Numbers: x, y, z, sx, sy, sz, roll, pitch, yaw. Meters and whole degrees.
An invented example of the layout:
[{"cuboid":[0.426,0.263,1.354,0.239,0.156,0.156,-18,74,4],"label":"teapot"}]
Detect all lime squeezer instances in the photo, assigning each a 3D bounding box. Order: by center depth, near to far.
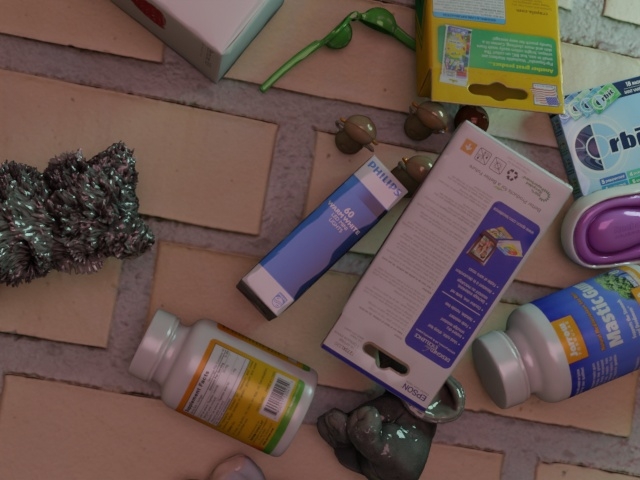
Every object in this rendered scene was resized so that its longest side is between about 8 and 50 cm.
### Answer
[{"cuboid":[0.053,-0.297,1.712,0.310,0.059,0.109,-8,115,-11],"label":"lime squeezer"}]

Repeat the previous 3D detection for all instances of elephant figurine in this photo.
[{"cuboid":[0.127,0.231,1.614,0.239,0.169,0.186,-42,120,-26],"label":"elephant figurine"}]

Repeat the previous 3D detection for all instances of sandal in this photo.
[{"cuboid":[0.574,-0.035,1.705,0.416,0.102,0.169,-19,112,-6],"label":"sandal"}]

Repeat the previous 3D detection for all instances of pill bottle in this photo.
[{"cuboid":[-0.140,0.193,1.576,0.246,0.136,0.136,26,81,-5],"label":"pill bottle"},{"cuboid":[0.369,0.148,1.651,0.272,0.152,0.152,-20,87,-11],"label":"pill bottle"}]

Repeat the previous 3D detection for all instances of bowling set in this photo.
[{"cuboid":[0.177,-0.143,1.653,0.287,0.154,0.200,37,80,-4],"label":"bowling set"}]

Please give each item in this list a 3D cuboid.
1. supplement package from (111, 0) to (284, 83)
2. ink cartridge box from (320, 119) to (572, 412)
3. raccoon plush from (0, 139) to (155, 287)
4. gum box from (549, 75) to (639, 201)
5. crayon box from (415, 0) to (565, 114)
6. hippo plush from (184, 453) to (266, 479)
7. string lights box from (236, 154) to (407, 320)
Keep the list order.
[{"cuboid":[-0.207,-0.396,1.611,0.293,0.177,0.175,38,80,-2],"label":"supplement package"},{"cuboid":[0.170,0.035,1.544,0.176,0.069,0.371,33,93,-1],"label":"ink cartridge box"},{"cuboid":[-0.399,-0.003,1.424,0.299,0.446,0.216,-11,103,10],"label":"raccoon plush"},{"cuboid":[0.455,-0.151,1.753,0.157,0.041,0.184,-15,86,-9],"label":"gum box"},{"cuboid":[0.248,-0.317,1.677,0.203,0.083,0.322,5,65,-8],"label":"crayon box"},{"cuboid":[-0.117,0.441,1.501,0.234,0.236,0.294,10,82,-8],"label":"hippo plush"},{"cuboid":[0.000,0.000,1.620,0.260,0.133,0.077,-44,91,-11],"label":"string lights box"}]
